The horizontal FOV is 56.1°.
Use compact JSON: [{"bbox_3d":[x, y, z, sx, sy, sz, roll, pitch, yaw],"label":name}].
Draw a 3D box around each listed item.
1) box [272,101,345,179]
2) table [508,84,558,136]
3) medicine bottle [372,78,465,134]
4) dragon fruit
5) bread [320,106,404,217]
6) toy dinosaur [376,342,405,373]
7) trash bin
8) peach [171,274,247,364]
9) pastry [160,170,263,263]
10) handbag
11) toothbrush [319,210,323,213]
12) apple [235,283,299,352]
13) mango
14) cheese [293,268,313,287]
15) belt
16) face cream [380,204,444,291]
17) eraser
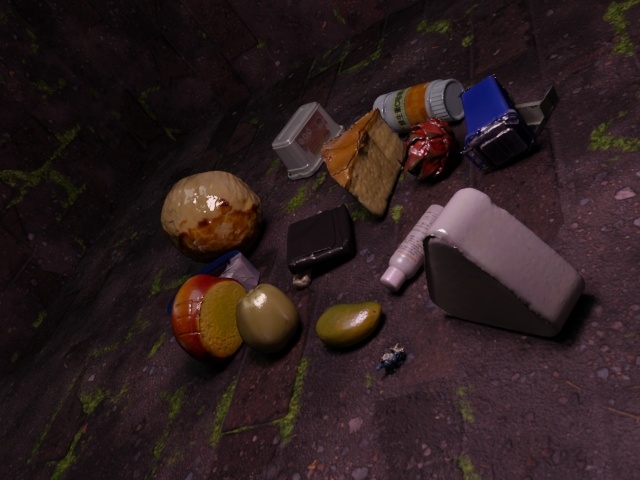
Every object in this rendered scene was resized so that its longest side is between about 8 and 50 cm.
[{"bbox_3d":[-0.061,-0.426,2.520,0.175,0.182,0.312,-3,47,48],"label":"box"},{"bbox_3d":[0.602,-0.376,1.790,0.146,0.062,0.175,1,46,50],"label":"table"},{"bbox_3d":[0.348,-0.467,2.116,0.318,0.158,0.158,-1,48,49],"label":"medicine bottle"},{"bbox_3d":[0.337,-0.281,1.862,0.182,0.182,0.189,-82,10,-50],"label":"dragon fruit"},{"bbox_3d":[0.175,-0.256,1.950,0.279,0.248,0.315,-41,32,3],"label":"bread"},{"bbox_3d":[0.165,0.281,1.418,0.083,0.047,0.030,-43,30,-6],"label":"toy dinosaur"},{"bbox_3d":[0.486,-0.337,1.720,0.184,0.162,0.235,-31,45,29],"label":"trash bin"},{"bbox_3d":[-0.348,0.256,1.891,0.245,0.248,0.275,135,145,-54],"label":"peach"},{"bbox_3d":[-0.399,-0.071,2.265,0.388,0.388,0.313,-24,59,28],"label":"pastry"},{"bbox_3d":[0.000,0.000,1.938,0.223,0.080,0.247,-21,33,12],"label":"handbag"},{"bbox_3d":[0.030,-0.081,2.112,0.017,0.014,0.162,-58,30,-2],"label":"toothbrush"},{"bbox_3d":[-0.154,0.226,1.742,0.200,0.200,0.200,-29,31,20],"label":"apple"},{"bbox_3d":[0.070,0.219,1.577,0.191,0.085,0.122,-18,33,37],"label":"mango"},{"bbox_3d":[-0.051,0.078,1.957,0.064,0.043,0.194,-25,32,26],"label":"cheese"},{"bbox_3d":[-0.383,0.183,2.133,0.347,0.117,0.212,-35,28,11],"label":"belt"},{"bbox_3d":[0.257,0.023,1.628,0.269,0.082,0.082,-50,30,-17],"label":"face cream"},{"bbox_3d":[0.343,0.042,1.267,0.331,0.331,0.150,8,54,54],"label":"eraser"}]
